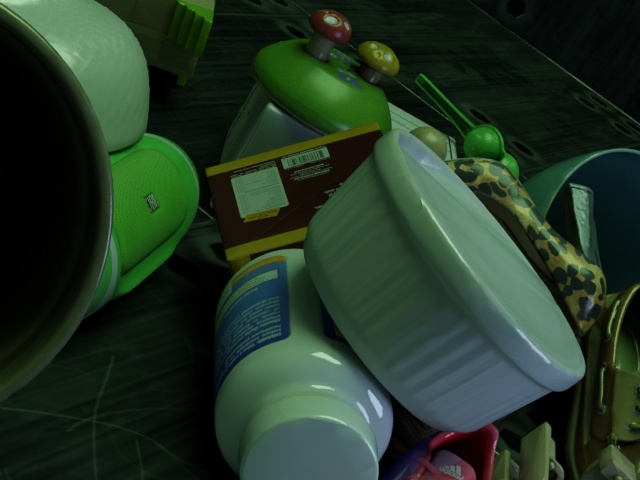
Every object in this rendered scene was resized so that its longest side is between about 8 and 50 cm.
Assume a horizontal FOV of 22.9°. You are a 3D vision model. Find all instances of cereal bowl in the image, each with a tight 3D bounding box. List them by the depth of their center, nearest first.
[{"bbox_3d":[-0.325,-0.191,1.511,0.339,0.141,0.339,10,18,-3],"label":"cereal bowl"}]

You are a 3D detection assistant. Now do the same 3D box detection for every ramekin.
[{"bbox_3d":[0.100,0.044,1.373,0.273,0.127,0.273,48,15,-17],"label":"ramekin"}]

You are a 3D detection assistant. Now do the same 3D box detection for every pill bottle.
[{"bbox_3d":[-0.017,0.129,1.372,0.152,0.152,0.272,27,21,-15],"label":"pill bottle"}]

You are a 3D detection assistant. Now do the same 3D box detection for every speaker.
[{"bbox_3d":[-0.206,-0.017,1.465,0.131,0.131,0.296,34,20,2],"label":"speaker"}]

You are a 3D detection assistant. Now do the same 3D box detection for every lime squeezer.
[{"bbox_3d":[0.186,-0.107,1.959,0.110,0.059,0.310,10,31,-14],"label":"lime squeezer"}]

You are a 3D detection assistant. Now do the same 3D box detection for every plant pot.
[{"bbox_3d":[-0.323,-0.043,1.166,0.323,0.323,0.280,28,3,-14],"label":"plant pot"},{"bbox_3d":[0.303,0.033,1.954,0.290,0.290,0.195,18,-9,-35],"label":"plant pot"}]

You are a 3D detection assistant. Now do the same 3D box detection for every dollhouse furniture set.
[{"bbox_3d":[0.234,0.267,1.477,0.151,0.144,0.123,44,23,-12],"label":"dollhouse furniture set"}]

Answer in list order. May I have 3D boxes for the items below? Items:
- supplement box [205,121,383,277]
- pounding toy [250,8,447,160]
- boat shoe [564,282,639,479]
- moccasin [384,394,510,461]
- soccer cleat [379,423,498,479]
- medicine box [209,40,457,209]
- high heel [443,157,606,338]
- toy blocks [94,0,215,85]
[{"bbox_3d":[0.000,0.000,1.592,0.191,0.129,0.194,-15,31,-2],"label":"supplement box"},{"bbox_3d":[0.042,-0.182,1.803,0.237,0.110,0.183,42,23,24],"label":"pounding toy"},{"bbox_3d":[0.337,0.182,1.702,0.122,0.120,0.324,14,48,-20],"label":"boat shoe"},{"bbox_3d":[0.151,0.116,1.656,0.139,0.147,0.380,37,20,17],"label":"moccasin"},{"bbox_3d":[0.077,0.236,1.314,0.108,0.116,0.318,35,20,7],"label":"soccer cleat"},{"bbox_3d":[0.023,-0.086,1.927,0.263,0.149,0.289,29,20,-10],"label":"medicine box"},{"bbox_3d":[0.185,0.009,1.717,0.261,0.093,0.186,7,58,-10],"label":"high heel"},{"bbox_3d":[-0.273,-0.344,2.092,0.261,0.191,0.381,17,23,-9],"label":"toy blocks"}]
